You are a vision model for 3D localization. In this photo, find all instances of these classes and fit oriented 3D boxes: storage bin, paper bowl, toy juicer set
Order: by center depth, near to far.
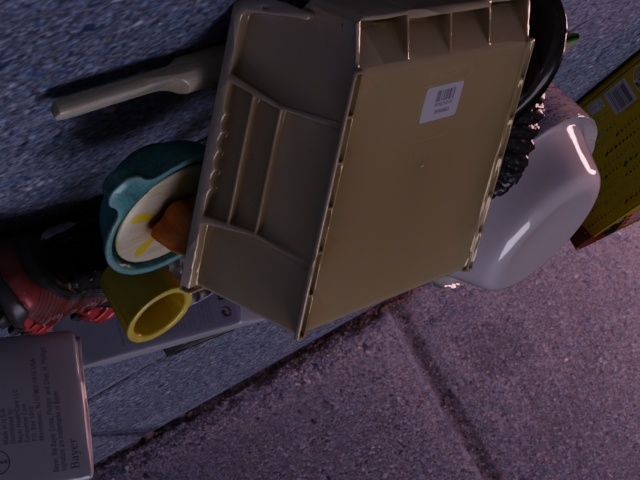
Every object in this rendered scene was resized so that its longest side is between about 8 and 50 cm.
[{"bbox_3d":[0.037,-0.081,1.228,0.262,0.123,0.260,-17,127,-50],"label":"storage bin"},{"bbox_3d":[-0.094,-0.047,1.242,0.209,0.089,0.329,-33,155,-18],"label":"toy juicer set"},{"bbox_3d":[0.227,-0.052,1.852,0.284,0.148,0.284,-38,159,-17],"label":"paper bowl"}]

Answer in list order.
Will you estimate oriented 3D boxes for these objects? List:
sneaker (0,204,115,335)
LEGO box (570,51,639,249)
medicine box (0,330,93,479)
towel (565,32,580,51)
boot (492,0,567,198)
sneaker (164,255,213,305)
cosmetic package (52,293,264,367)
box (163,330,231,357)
[{"bbox_3d":[-0.221,0.019,1.402,0.135,0.098,0.276,-31,173,14],"label":"sneaker"},{"bbox_3d":[0.605,-0.215,2.329,0.372,0.193,0.500,-23,169,-32],"label":"LEGO box"},{"bbox_3d":[-0.388,0.204,1.487,0.289,0.149,0.263,-4,162,-18],"label":"medicine box"},{"bbox_3d":[0.236,-0.201,1.844,0.113,0.023,0.152,-25,168,-37],"label":"towel"},{"bbox_3d":[0.165,-0.144,1.511,0.260,0.131,0.348,-14,160,-47],"label":"boot"},{"bbox_3d":[-0.102,-0.001,1.617,0.293,0.102,0.146,-30,174,-8],"label":"sneaker"},{"bbox_3d":[-0.184,0.083,1.754,0.231,0.086,0.117,-15,175,15],"label":"cosmetic package"},{"bbox_3d":[0.000,0.000,1.978,0.395,0.097,0.318,-20,165,-47],"label":"box"}]
